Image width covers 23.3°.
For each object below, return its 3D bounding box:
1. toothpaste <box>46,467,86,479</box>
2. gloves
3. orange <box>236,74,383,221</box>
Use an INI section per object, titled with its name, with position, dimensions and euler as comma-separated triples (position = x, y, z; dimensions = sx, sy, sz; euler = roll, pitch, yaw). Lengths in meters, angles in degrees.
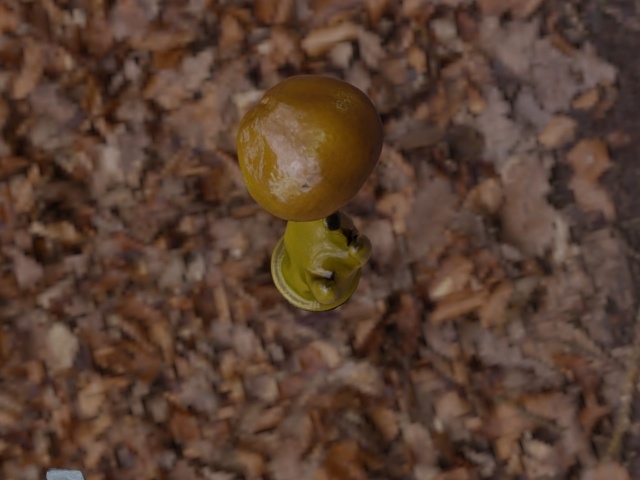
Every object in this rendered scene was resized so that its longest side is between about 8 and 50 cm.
[toothpaste]
position = -0.155, 0.218, 1.111
dimensions = 0.037, 0.021, 0.140
euler = -4, 122, 36
[gloves]
position = -0.001, -0.001, 1.846
dimensions = 0.133, 0.116, 0.294
euler = 43, 168, 8
[orange]
position = -0.014, -0.098, 1.583
dimensions = 0.136, 0.159, 0.159
euler = 40, 150, -15
